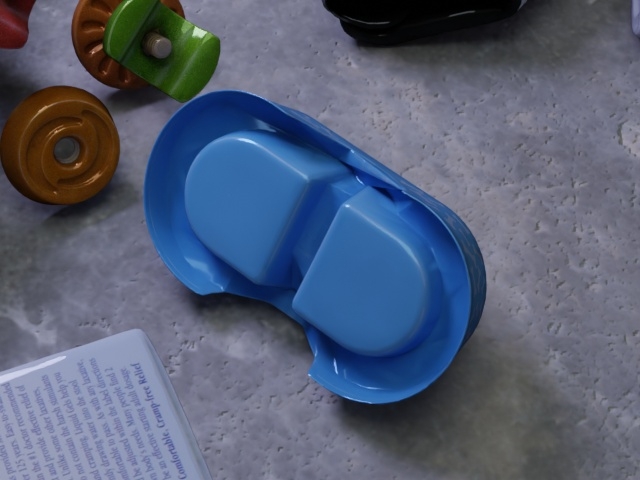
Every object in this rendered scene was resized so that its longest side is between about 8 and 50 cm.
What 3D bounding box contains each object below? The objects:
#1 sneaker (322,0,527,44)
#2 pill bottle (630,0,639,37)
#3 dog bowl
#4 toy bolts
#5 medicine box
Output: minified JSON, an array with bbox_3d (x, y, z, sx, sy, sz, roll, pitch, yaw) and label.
[{"bbox_3d":[0.021,-0.343,1.465,0.448,0.169,0.257,27,56,14],"label":"sneaker"},{"bbox_3d":[0.372,-0.223,1.436,0.169,0.094,0.094,4,54,2],"label":"pill bottle"},{"bbox_3d":[0.000,0.000,1.225,0.297,0.166,0.074,35,21,22],"label":"dog bowl"},{"bbox_3d":[-0.239,-0.164,1.335,0.218,0.228,0.158,-55,33,-3],"label":"toy bolts"},{"bbox_3d":[-0.212,0.222,0.983,0.289,0.263,0.149,-19,56,-15],"label":"medicine box"}]
